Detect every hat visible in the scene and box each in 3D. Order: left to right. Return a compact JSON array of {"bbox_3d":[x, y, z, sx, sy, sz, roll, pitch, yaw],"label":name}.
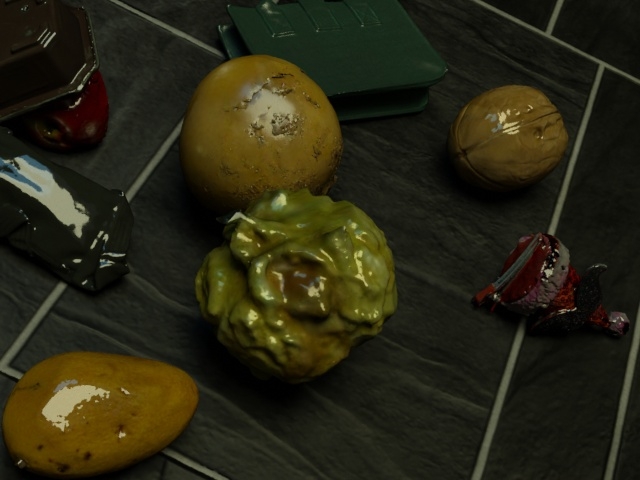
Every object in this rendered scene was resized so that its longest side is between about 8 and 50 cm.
[{"bbox_3d":[0.355,0.089,1.513,0.227,0.129,0.140,31,88,-17],"label":"hat"}]

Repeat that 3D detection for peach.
[{"bbox_3d":[-0.359,-0.209,1.467,0.127,0.092,0.172,7,53,-13],"label":"peach"}]

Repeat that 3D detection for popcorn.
[{"bbox_3d":[-0.030,0.047,1.289,0.249,0.225,0.249,-15,26,8],"label":"popcorn"}]

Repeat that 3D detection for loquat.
[{"bbox_3d":[-0.082,-0.130,1.417,0.235,0.235,0.235,11,50,-13],"label":"loquat"}]

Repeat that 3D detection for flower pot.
[{"bbox_3d":[-0.433,-0.251,1.398,0.251,0.084,0.178,-20,55,4],"label":"flower pot"}]

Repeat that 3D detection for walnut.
[{"bbox_3d":[0.294,-0.160,1.640,0.197,0.165,0.165,-14,59,-39],"label":"walnut"}]

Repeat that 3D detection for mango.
[{"bbox_3d":[-0.245,0.188,1.177,0.227,0.109,0.147,-12,56,-30],"label":"mango"}]

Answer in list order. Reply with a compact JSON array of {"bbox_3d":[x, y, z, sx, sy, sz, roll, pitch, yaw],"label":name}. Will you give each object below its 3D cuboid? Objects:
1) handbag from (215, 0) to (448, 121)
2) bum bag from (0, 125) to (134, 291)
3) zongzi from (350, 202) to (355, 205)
[{"bbox_3d":[0.020,-0.299,1.692,0.327,0.089,0.238,-12,58,-27],"label":"handbag"},{"bbox_3d":[-0.376,-0.057,1.346,0.326,0.079,0.142,33,57,-4],"label":"bum bag"},{"bbox_3d":[0.000,0.000,1.473,0.113,0.052,0.104,-3,60,-4],"label":"zongzi"}]
